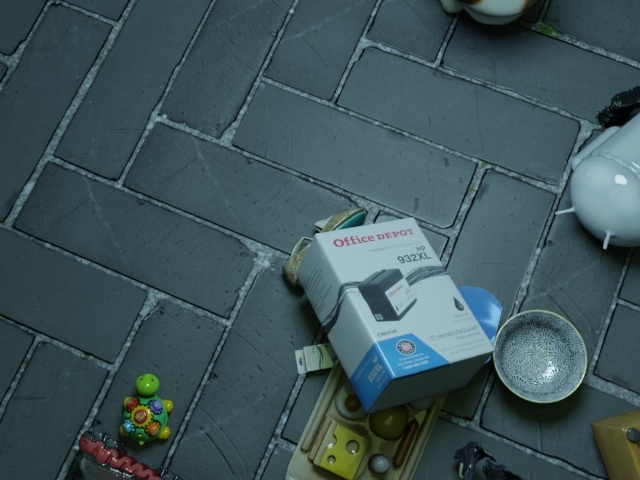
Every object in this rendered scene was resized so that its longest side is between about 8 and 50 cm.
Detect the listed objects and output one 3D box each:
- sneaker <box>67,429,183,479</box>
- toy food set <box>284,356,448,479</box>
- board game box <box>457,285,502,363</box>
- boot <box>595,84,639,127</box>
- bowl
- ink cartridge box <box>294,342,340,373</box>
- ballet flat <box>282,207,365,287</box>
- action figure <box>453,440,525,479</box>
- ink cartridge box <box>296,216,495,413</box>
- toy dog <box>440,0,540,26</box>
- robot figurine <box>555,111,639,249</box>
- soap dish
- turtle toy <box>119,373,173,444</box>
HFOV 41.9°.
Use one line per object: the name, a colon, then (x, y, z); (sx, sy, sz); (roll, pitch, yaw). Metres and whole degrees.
sneaker: (-0.335, 0.456, 1.497); (0.276, 0.097, 0.135); (27, 76, 11)
toy food set: (0.096, 0.336, 1.505); (0.219, 0.092, 0.306); (26, 76, 0)
board game box: (0.276, 0.171, 1.573); (0.133, 0.033, 0.169); (5, 71, 37)
boot: (0.619, -0.268, 1.673); (0.121, 0.099, 0.045); (-16, 73, -4)
bowl: (0.398, 0.219, 1.551); (0.170, 0.080, 0.170); (0, 74, 1)
ink cartridge box: (-0.005, 0.223, 1.588); (0.083, 0.028, 0.048); (-10, 75, -1)
ballet flat: (0.000, 0.000, 1.634); (0.067, 0.073, 0.206); (36, 74, 25)
action figure: (0.230, 0.489, 1.444); (0.164, 0.141, 0.276); (42, 74, -15)
ink cartridge box: (0.126, 0.123, 1.484); (0.223, 0.129, 0.307); (-10, 55, -29)
toy dog: (0.339, -0.613, 1.639); (0.284, 0.395, 0.408); (-4, 65, -9)
robot figurine: (0.618, -0.124, 1.579); (0.353, 0.200, 0.300); (-38, 37, -8)
soap dish: (0.659, 0.393, 1.474); (0.290, 0.118, 0.229); (-15, 74, -4)
turtle toy: (-0.326, 0.313, 1.553); (0.095, 0.066, 0.130); (3, 74, 3)
